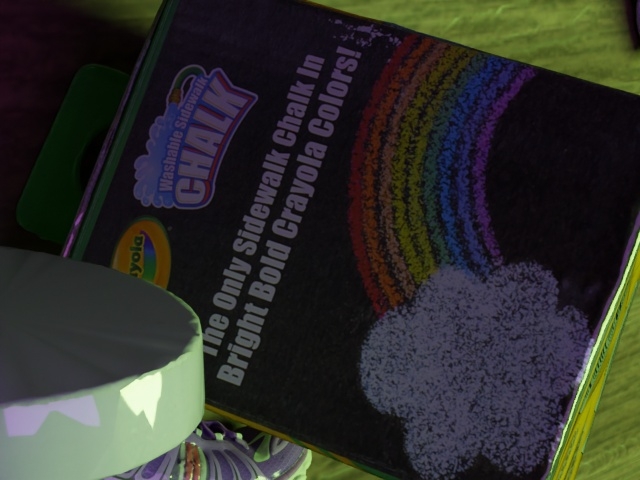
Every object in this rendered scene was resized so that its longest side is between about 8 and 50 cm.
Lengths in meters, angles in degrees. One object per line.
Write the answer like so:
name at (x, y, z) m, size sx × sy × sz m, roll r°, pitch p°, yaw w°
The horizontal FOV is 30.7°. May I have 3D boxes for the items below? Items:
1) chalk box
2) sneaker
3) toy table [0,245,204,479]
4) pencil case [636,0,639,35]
chalk box at (0.000, 0.000, 0.553) m, size 0.179 × 0.289 × 0.180 m, roll 39°, pitch 72°, yaw -72°
sneaker at (-0.075, 0.111, 0.615) m, size 0.170 × 0.068 × 0.071 m, roll -1°, pitch 93°, yaw -39°
toy table at (-0.166, 0.096, 0.404) m, size 0.252 × 0.274 × 0.161 m, roll -14°, pitch 110°, yaw -48°
pencil case at (0.330, -0.195, 0.886) m, size 0.206 × 0.088 × 0.086 m, roll -32°, pitch 115°, yaw -31°
